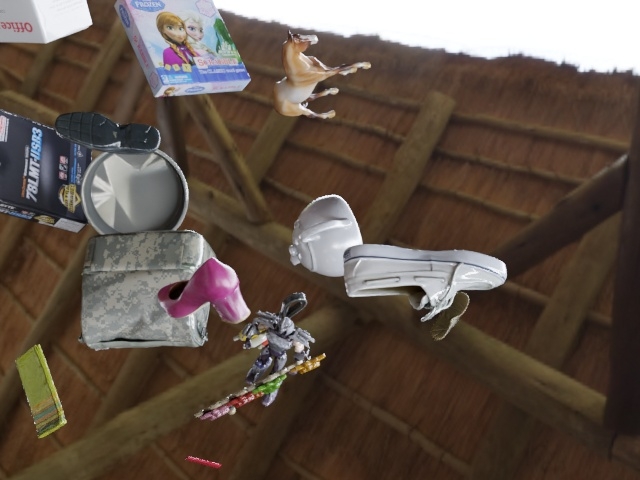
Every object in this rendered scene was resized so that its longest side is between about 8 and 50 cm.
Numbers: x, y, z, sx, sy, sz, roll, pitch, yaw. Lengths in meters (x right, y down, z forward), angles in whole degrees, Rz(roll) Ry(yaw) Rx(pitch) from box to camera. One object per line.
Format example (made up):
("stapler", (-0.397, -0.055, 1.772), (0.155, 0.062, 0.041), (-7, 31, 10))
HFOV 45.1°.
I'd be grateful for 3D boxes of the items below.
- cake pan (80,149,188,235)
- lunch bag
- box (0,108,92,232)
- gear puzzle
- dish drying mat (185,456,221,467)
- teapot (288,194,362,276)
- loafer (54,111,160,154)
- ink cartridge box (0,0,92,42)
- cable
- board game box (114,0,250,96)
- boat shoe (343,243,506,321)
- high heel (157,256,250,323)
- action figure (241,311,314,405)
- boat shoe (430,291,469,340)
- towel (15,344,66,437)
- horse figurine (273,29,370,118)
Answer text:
("cake pan", (-0.514, -0.128, 2.143), (0.293, 0.293, 0.054), (-6, -164, -5))
("lunch bag", (-0.409, 0.129, 1.819), (0.305, 0.212, 0.256), (-1, -115, 6))
("box", (-0.795, -0.193, 2.165), (0.293, 0.073, 0.296), (20, -128, -38))
("gear puzzle", (-0.120, 0.338, 1.784), (0.339, 0.044, 0.175), (-30, 172, 24))
("dish drying mat", (-0.280, 0.528, 1.836), (0.083, 0.032, 0.008), (19, -118, -13))
("teapot", (0.000, 0.000, 2.198), (0.187, 0.256, 0.252), (-18, -146, -14))
("loafer", (-0.356, -0.169, 1.277), (0.170, 0.062, 0.061), (11, 162, -27))
("ink cartridge box", (-0.581, -0.531, 1.424), (0.223, 0.307, 0.129), (10, -145, 29))
("cable", (-0.120, 0.247, 2.257), (0.139, 0.287, 0.072), (23, -131, -38))
("board game box", (-0.405, -0.584, 2.284), (0.318, 0.318, 0.066), (-16, 165, -43))
("boat shoe", (0.229, 0.105, 1.670), (0.367, 0.136, 0.157), (6, -113, -11))
("high heel", (-0.215, 0.069, 1.265), (0.082, 0.117, 0.244), (-38, -153, -27))
("action figure", (-0.117, 0.290, 1.966), (0.185, 0.285, 0.099), (34, -136, 16))
("boat shoe", (0.340, 0.202, 2.054), (0.056, 0.049, 0.152), (39, -108, 10))
("towel", (-0.769, 0.411, 2.102), (0.102, 0.237, 0.021), (-32, 161, 20))
("horse figurine", (-0.025, -0.300, 1.493), (0.174, 0.066, 0.263), (-4, 160, -26))
